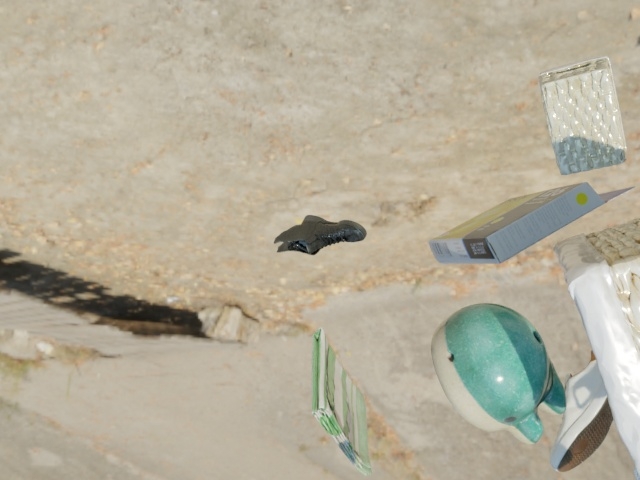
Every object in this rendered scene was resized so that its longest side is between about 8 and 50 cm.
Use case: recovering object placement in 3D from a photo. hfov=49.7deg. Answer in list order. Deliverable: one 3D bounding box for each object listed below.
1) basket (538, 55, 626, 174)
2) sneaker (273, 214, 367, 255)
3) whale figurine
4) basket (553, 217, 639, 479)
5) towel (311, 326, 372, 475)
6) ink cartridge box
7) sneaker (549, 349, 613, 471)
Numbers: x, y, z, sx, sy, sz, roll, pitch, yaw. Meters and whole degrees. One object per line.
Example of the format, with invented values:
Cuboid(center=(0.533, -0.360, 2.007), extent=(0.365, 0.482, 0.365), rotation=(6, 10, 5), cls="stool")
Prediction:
Cuboid(center=(0.418, -0.197, 1.106), extent=(0.113, 0.167, 0.103), rotation=(-11, -165, 24), cls="basket")
Cuboid(center=(0.000, -0.002, 1.358), extent=(0.170, 0.089, 0.051), rotation=(12, 140, 27), cls="sneaker")
Cuboid(center=(0.285, 0.181, 1.001), extent=(0.272, 0.216, 0.141), rotation=(20, 131, -38), cls="whale figurine")
Cuboid(center=(0.425, 0.123, 0.718), extent=(0.266, 0.329, 0.331), rotation=(-21, 179, 16), cls="basket")
Cuboid(center=(0.053, 0.394, 1.683), extent=(0.038, 0.248, 0.325), rotation=(-18, 131, 15), cls="towel")
Cuboid(center=(0.404, -0.047, 1.379), extent=(0.307, 0.072, 0.303), rotation=(-29, -177, -11), cls="ink cartridge box")
Cuboid(center=(0.591, 0.382, 1.568), extent=(0.105, 0.290, 0.123), rotation=(27, -175, -34), cls="sneaker")
